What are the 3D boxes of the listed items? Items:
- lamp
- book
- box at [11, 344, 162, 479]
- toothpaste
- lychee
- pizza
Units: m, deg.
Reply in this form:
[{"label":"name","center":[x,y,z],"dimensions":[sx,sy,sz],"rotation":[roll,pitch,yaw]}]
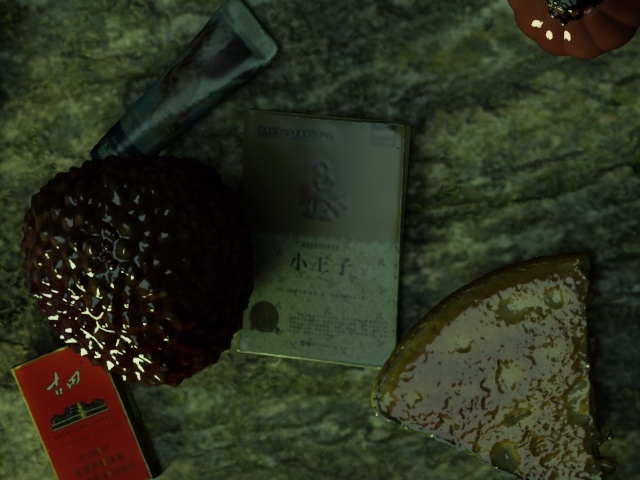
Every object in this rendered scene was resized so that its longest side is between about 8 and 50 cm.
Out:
[{"label":"lamp","center":[0.184,-0.182,1.313],"dimensions":[0.107,0.092,0.107],"rotation":[4,101,21]},{"label":"book","center":[0.000,0.000,1.457],"dimensions":[0.138,0.016,0.198],"rotation":[6,101,20]},{"label":"box","center":[-0.196,0.151,1.557],"dimensions":[0.090,0.023,0.133],"rotation":[-21,92,21]},{"label":"toothpaste","center":[-0.124,-0.103,1.480],"dimensions":[0.216,0.037,0.062],"rotation":[-41,82,17]},{"label":"lychee","center":[-0.138,0.024,1.424],"dimensions":[0.188,0.188,0.188],"rotation":[4,100,21]},{"label":"pizza","center":[0.147,0.121,1.399],"dimensions":[0.201,0.053,0.193],"rotation":[-27,87,12]}]
